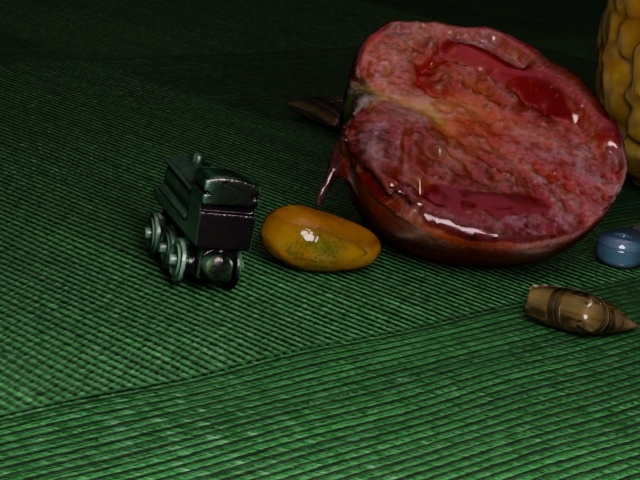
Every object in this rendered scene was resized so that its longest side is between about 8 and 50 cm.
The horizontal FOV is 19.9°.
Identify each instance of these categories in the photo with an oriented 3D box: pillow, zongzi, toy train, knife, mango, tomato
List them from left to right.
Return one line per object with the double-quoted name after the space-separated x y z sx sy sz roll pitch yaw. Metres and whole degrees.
-0.106 -0.022 1.614 0.071 0.111 0.170 7 15 -21 "toy train"
0.000 0.000 1.686 0.114 0.057 0.079 9 8 -7 "mango"
0.067 -0.167 2.359 0.203 0.038 0.113 -4 20 -36 "pillow"
0.143 -0.067 1.804 0.309 0.170 0.309 6 52 -8 "tomato"
0.231 0.062 1.621 0.076 0.040 0.083 13 3 43 "zongzi"
0.344 -0.002 1.938 0.058 0.032 0.244 12 11 22 "knife"

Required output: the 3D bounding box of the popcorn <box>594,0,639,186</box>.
0.493 -0.206 2.130 0.344 0.354 0.390 21 -4 14 "popcorn"
